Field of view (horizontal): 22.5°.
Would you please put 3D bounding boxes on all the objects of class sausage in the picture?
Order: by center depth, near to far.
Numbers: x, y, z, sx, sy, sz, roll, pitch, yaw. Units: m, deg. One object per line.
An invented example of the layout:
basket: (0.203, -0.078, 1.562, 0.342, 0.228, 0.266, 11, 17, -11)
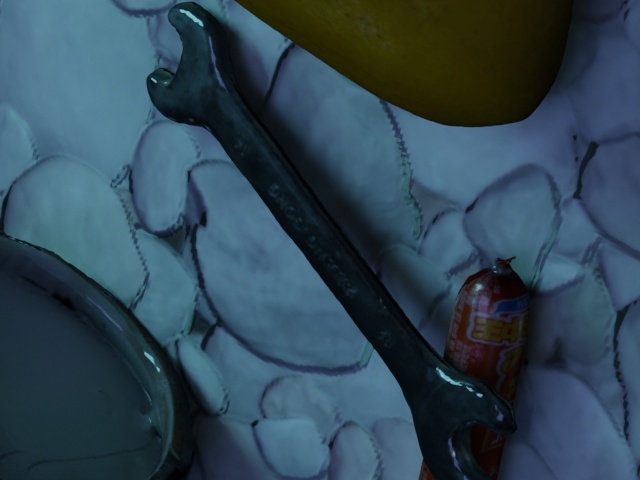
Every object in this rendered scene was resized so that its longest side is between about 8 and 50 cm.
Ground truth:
sausage: (0.064, 0.066, 0.665, 0.034, 0.034, 0.129, 21, 112, 27)

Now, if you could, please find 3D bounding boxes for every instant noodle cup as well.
instant noodle cup: (-0.185, 0.121, 0.745, 0.217, 0.217, 0.207, 47, 115, 14)

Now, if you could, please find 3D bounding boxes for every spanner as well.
spanner: (0.000, 0.000, 0.676, 0.254, 0.015, 0.054, 53, 127, 21)

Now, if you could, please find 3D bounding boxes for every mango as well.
mango: (0.016, -0.136, 0.602, 0.145, 0.112, 0.219, -37, 93, 34)
